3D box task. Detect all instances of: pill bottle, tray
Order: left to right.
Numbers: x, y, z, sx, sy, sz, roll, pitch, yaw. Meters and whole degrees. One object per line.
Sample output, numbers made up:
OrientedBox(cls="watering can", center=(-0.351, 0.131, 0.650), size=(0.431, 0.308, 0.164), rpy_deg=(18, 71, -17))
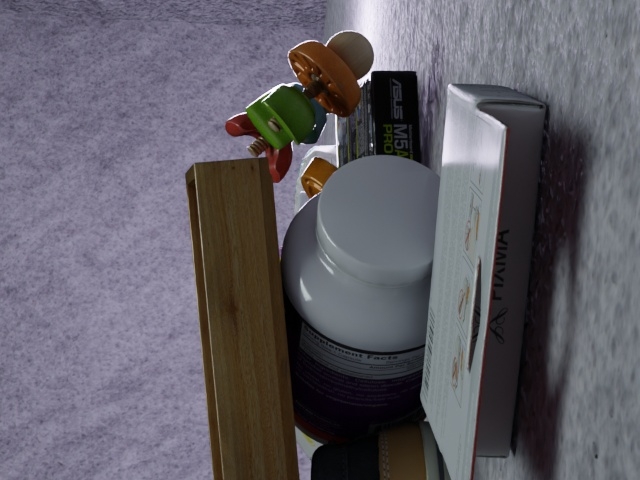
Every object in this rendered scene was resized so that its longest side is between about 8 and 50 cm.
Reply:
OrientedBox(cls="tray", center=(-0.073, 0.132, 1.110), size=(0.203, 0.076, 0.411), rpy_deg=(-177, 80, -81))
OrientedBox(cls="pill bottle", center=(0.047, 0.064, 1.126), size=(0.323, 0.181, 0.182), rpy_deg=(97, 174, -55))

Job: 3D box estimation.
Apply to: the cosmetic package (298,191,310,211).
OrientedBox(cls="cosmetic package", center=(0.019, 0.073, 1.940), size=(0.225, 0.138, 0.224), rpy_deg=(95, 178, -59))

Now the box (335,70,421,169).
OrientedBox(cls="box", center=(0.072, -0.059, 1.466), size=(0.216, 0.060, 0.270), rpy_deg=(144, 125, -77))

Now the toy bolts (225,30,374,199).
OrientedBox(cls="toy bolts", center=(0.010, -0.142, 1.416), size=(0.218, 0.158, 0.228), rpy_deg=(52, 165, -16))

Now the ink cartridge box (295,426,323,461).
OrientedBox(cls="ink cartridge box", center=(0.021, 0.246, 1.429), size=(0.235, 0.056, 0.171), rpy_deg=(53, 161, 20))

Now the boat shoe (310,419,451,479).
OrientedBox(cls="boat shoe", center=(0.044, 0.367, 1.227), size=(0.500, 0.156, 0.187), rpy_deg=(94, 175, -45))

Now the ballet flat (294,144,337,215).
OrientedBox(cls="ballet flat", center=(0.033, 0.008, 2.154), size=(0.147, 0.147, 0.409), rpy_deg=(-91, 2, -47))

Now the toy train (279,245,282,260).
OrientedBox(cls="toy train", center=(0.000, 0.000, 1.516), size=(0.125, 0.046, 0.166), rpy_deg=(-44, -12, -16))

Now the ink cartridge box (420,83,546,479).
OrientedBox(cls="ink cartridge box", center=(0.126, 0.032, 0.851), size=(0.239, 0.060, 0.275), rpy_deg=(-105, 18, -76))
